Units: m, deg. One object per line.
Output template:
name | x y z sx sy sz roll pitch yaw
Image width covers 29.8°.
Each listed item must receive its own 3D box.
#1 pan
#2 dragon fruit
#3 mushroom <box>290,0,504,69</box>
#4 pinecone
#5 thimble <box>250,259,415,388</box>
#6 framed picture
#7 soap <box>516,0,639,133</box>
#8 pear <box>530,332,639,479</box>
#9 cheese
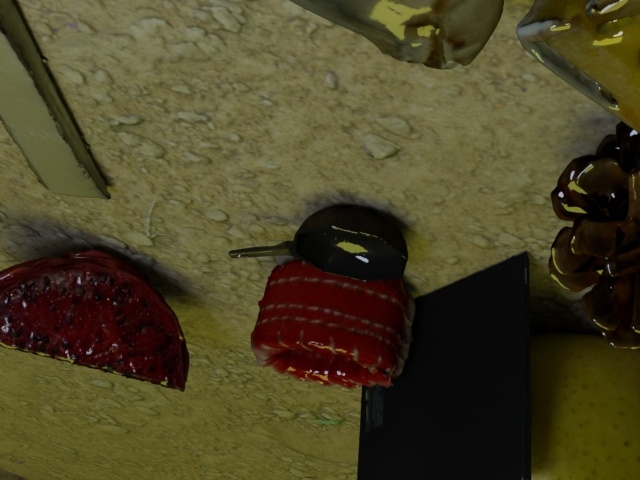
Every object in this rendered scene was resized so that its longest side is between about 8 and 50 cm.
pan | 0.000 -0.008 1.351 0.202 0.048 0.128 12 153 1
dragon fruit | -0.331 0.084 1.624 0.317 0.152 0.205 17 176 -25
mushroom | -0.013 -0.252 0.791 0.177 0.126 0.397 -12 141 27
pinecone | 0.300 0.004 1.063 0.202 0.201 0.229 -11 122 17
thimble | 0.009 0.102 1.471 0.189 0.125 0.163 -2 155 32
framed picture | 0.139 0.179 1.422 0.014 0.255 0.339 14 156 -27
soap | 0.320 -0.144 0.812 0.281 0.143 0.259 29 146 -28
pear | 0.315 0.290 1.448 0.418 0.362 0.362 27 169 44
cheese | -0.308 -0.149 1.249 0.085 0.034 0.400 12 154 14
